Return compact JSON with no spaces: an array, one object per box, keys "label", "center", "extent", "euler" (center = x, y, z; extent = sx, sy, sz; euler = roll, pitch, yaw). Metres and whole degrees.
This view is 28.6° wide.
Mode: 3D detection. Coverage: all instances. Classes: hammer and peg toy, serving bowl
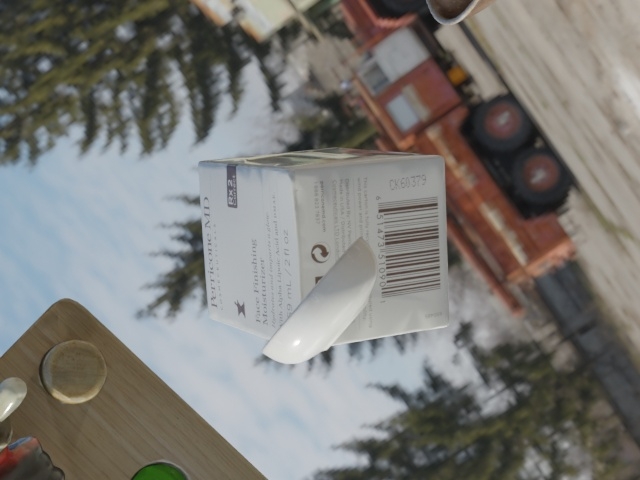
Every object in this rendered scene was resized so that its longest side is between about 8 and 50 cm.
[{"label":"hammer and peg toy","center":[-0.191,0.174,0.738],"extent":[0.361,0.266,0.127],"euler":[43,165,-6]},{"label":"serving bowl","center":[0.005,0.038,0.682],"extent":[0.027,0.083,0.083],"euler":[41,-173,4]}]

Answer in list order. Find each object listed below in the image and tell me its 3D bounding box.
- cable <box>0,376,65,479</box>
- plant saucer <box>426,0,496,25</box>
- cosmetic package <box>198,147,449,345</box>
[{"label":"cable","center":[-0.219,0.133,0.535],"extent":[0.139,0.287,0.072],"euler":[-22,-97,-54]},{"label":"plant saucer","center":[0.095,-0.207,0.642],"extent":[0.198,0.036,0.198],"euler":[-173,90,-80]},{"label":"cosmetic package","center":[0.000,0.000,1.100],"extent":[0.184,0.151,0.151],"euler":[9,104,60]}]
